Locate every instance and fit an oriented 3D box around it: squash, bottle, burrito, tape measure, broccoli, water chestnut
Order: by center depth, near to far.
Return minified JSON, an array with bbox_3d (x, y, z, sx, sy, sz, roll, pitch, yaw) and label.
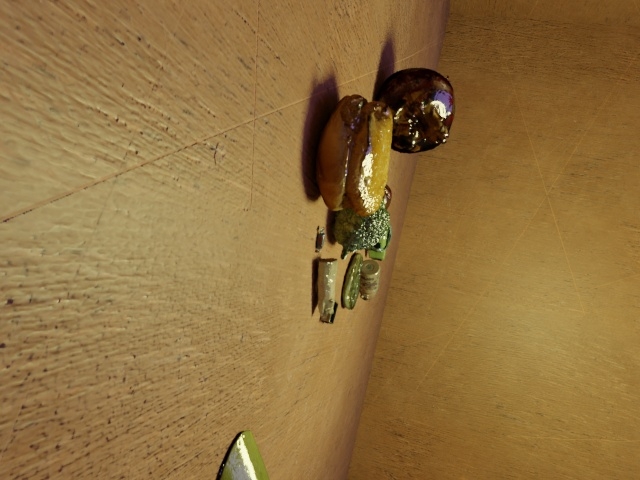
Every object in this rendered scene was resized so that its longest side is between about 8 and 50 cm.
[{"bbox_3d":[-0.197,0.563,1.077,0.204,0.155,0.237,-41,165,3],"label":"squash"},{"bbox_3d":[0.016,0.139,1.426,0.087,0.060,0.226,-54,151,-54],"label":"burrito"},{"bbox_3d":[0.130,-0.055,1.492,0.176,0.198,0.226,62,-4,-14],"label":"broccoli"},{"bbox_3d":[0.364,-0.462,1.730,0.335,0.335,0.347,83,-7,-50],"label":"water chestnut"},{"bbox_3d":[0.218,0.192,2.113,0.110,0.097,0.209,-51,152,-35],"label":"bottle"},{"bbox_3d":[0.273,-0.021,2.126,0.175,0.106,0.200,58,45,-73],"label":"tape measure"}]

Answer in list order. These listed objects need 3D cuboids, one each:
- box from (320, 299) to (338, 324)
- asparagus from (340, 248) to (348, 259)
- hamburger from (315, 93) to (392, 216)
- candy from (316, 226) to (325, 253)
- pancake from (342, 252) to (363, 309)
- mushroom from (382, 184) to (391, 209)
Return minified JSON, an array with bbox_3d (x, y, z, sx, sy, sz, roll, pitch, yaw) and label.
[{"bbox_3d":[0.032,0.248,1.610,0.083,0.035,0.079,52,52,-69],"label":"box"},{"bbox_3d":[0.096,0.026,1.693,0.021,0.025,0.108,43,61,-49],"label":"asparagus"},{"bbox_3d":[0.089,-0.225,1.206,0.290,0.170,0.314,-62,157,-53],"label":"hamburger"},{"bbox_3d":[0.000,0.000,1.338,0.030,0.020,0.083,-39,141,-66],"label":"candy"},{"bbox_3d":[0.136,0.170,1.918,0.253,0.037,0.253,11,90,-74],"label":"pancake"},{"bbox_3d":[0.278,-0.194,2.067,0.170,0.080,0.135,82,15,-58],"label":"mushroom"}]
